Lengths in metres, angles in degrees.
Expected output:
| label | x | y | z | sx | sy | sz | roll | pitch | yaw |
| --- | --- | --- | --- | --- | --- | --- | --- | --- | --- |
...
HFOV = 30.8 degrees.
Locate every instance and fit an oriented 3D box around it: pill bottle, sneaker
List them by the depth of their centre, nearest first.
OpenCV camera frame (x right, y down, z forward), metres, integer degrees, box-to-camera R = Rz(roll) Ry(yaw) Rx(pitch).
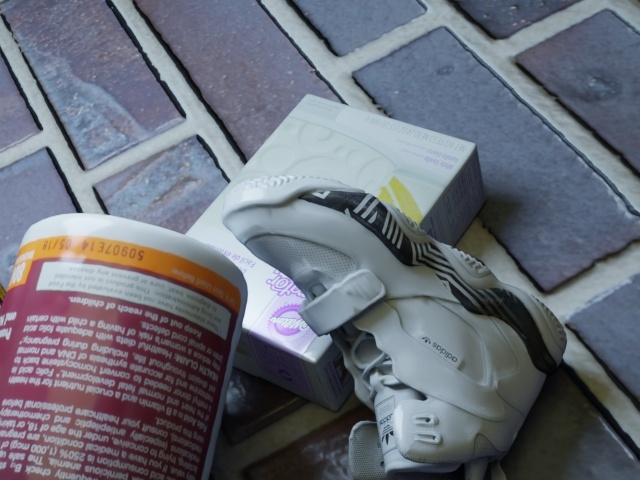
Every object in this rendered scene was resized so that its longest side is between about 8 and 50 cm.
| label | x | y | z | sx | sy | sz | roll | pitch | yaw |
| --- | --- | --- | --- | --- | --- | --- | --- | --- | --- |
| pill bottle | -0.211 | 0.194 | 1.048 | 0.224 | 0.224 | 0.392 | 3 | 66 | 19 |
| sneaker | 0.051 | 0.095 | 1.078 | 0.365 | 0.137 | 0.210 | 29 | 61 | -11 |

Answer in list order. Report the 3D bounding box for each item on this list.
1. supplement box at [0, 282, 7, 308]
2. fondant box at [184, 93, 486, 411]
| label | x | y | z | sx | sy | sz | roll | pitch | yaw |
| --- | --- | --- | --- | --- | --- | --- | --- | --- | --- |
| supplement box | -0.408 | 0.118 | 1.300 | 0.080 | 0.104 | 0.188 | -11 | 47 | 6 |
| fondant box | 0.000 | 0.000 | 1.294 | 0.238 | 0.096 | 0.330 | 20 | 58 | 30 |
